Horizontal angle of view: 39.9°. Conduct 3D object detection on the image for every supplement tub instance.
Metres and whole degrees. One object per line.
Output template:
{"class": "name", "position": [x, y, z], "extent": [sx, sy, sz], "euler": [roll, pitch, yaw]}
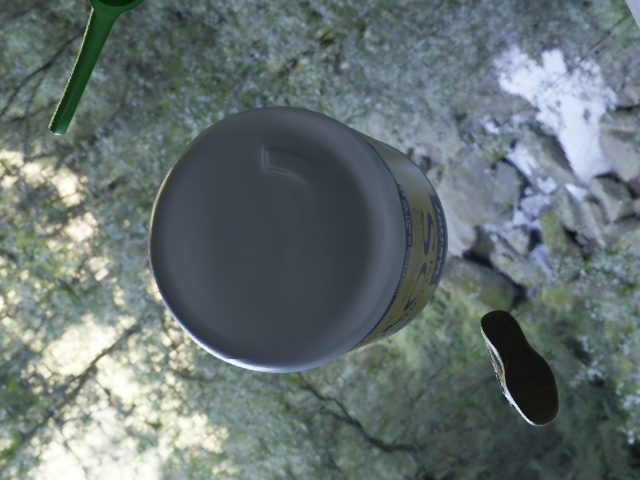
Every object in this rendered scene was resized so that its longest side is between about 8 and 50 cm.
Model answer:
{"class": "supplement tub", "position": [0.000, 0.000, 0.914], "extent": [0.241, 0.241, 0.331], "euler": [48, -167, 13]}

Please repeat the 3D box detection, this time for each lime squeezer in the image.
{"class": "lime squeezer", "position": [-0.169, -0.235, 0.691], "extent": [0.110, 0.310, 0.059], "euler": [12, -175, 35]}

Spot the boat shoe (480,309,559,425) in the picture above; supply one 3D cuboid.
{"class": "boat shoe", "position": [0.226, 0.150, 1.008], "extent": [0.048, 0.056, 0.153], "euler": [76, 171, -49]}

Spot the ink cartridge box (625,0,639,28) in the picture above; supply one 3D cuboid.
{"class": "ink cartridge box", "position": [0.515, -0.398, 1.022], "extent": [0.207, 0.353, 0.119], "euler": [62, -166, -2]}
